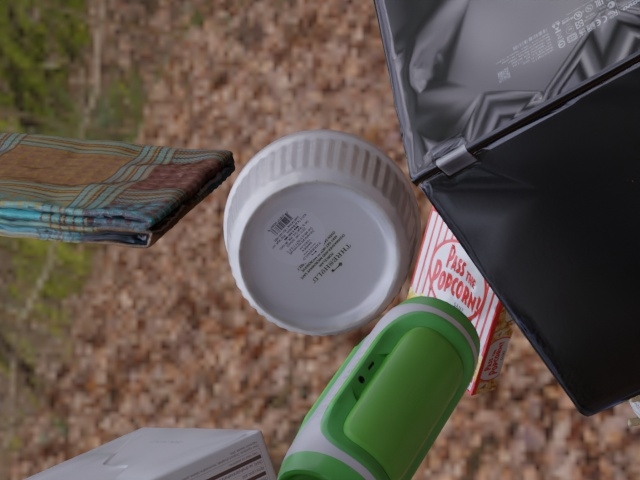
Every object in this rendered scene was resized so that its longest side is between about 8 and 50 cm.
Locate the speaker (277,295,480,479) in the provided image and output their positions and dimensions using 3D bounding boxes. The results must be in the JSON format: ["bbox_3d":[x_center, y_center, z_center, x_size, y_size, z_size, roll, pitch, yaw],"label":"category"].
[{"bbox_3d":[0.067,0.191,1.726,0.296,0.131,0.131,-51,-26,-43],"label":"speaker"}]

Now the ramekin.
[{"bbox_3d":[0.000,0.000,1.621,0.109,0.207,0.207,-83,-5,-70],"label":"ramekin"}]

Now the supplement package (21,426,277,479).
[{"bbox_3d":[-0.181,0.289,1.575,0.262,0.204,0.145,-11,99,58],"label":"supplement package"}]

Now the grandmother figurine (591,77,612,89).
[{"bbox_3d":[0.302,-0.105,1.695,0.208,0.342,0.104,-31,23,37],"label":"grandmother figurine"}]

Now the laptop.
[{"bbox_3d":[0.283,-0.134,1.344,0.236,0.382,0.407,33,-142,-46],"label":"laptop"}]

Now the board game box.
[{"bbox_3d":[0.175,0.067,1.924,0.147,0.045,0.193,40,128,40],"label":"board game box"}]

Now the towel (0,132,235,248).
[{"bbox_3d":[-0.284,-0.058,1.384,0.271,0.370,0.040,-55,-31,-70],"label":"towel"}]

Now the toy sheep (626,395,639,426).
[{"bbox_3d":[0.402,0.177,1.872,0.132,0.091,0.091,77,-169,-59],"label":"toy sheep"}]
